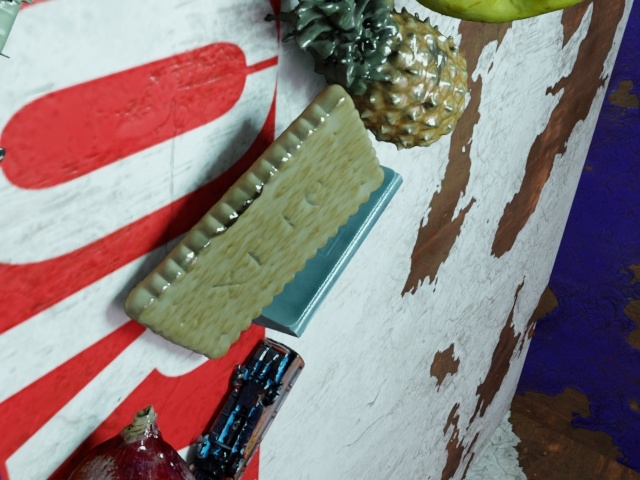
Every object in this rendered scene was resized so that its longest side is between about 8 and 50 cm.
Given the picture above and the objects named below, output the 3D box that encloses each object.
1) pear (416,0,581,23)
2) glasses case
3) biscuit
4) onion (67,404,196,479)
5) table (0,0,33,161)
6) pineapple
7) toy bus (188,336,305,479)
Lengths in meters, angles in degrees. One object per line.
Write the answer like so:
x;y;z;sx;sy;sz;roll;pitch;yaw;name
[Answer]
0.209;-0.406;0.789;0.304;0.304;0.304;-42;144;-40;pear
0.000;0.000;0.958;0.056;0.105;0.266;49;64;-33;glasses case
-0.061;-0.010;0.806;0.325;0.044;0.217;-47;155;-4;biscuit
-0.195;0.265;0.746;0.159;0.159;0.195;-8;105;-59;onion
-0.210;-0.159;0.411;0.121;0.111;0.240;18;95;-64;table
0.048;-0.213;0.814;0.340;0.169;0.169;14;99;-56;pineapple
-0.102;0.249;0.981;0.235;0.073;0.096;-61;160;-13;toy bus
